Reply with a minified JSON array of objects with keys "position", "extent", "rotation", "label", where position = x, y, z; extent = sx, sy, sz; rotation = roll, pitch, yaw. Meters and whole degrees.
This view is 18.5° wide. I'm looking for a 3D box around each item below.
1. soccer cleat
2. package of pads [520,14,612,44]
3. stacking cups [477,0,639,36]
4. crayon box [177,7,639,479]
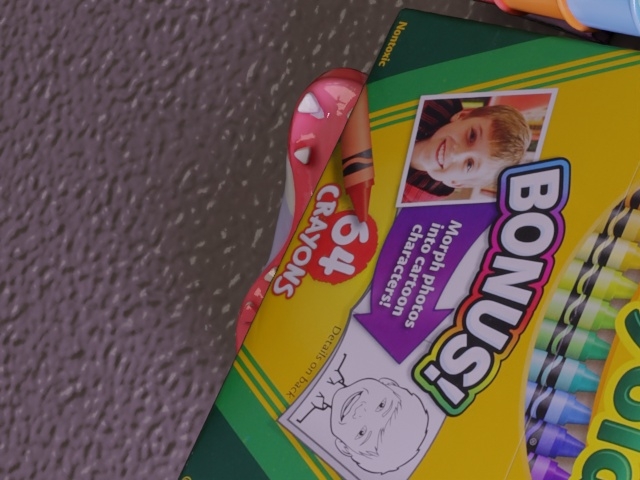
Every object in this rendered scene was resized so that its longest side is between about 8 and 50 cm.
[{"position":[0.000,0.000,1.381],"extent":[0.083,0.095,0.248],"rotation":[14,104,12],"label":"soccer cleat"},{"position":[0.164,-0.168,1.332],"extent":[0.083,0.032,0.050],"rotation":[23,93,34],"label":"package of pads"},{"position":[0.193,-0.158,1.218],"extent":[0.316,0.096,0.096],"rotation":[14,86,45],"label":"stacking cups"},{"position":[0.124,0.053,1.215],"extent":[0.313,0.106,0.363],"rotation":[15,73,35],"label":"crayon box"}]
